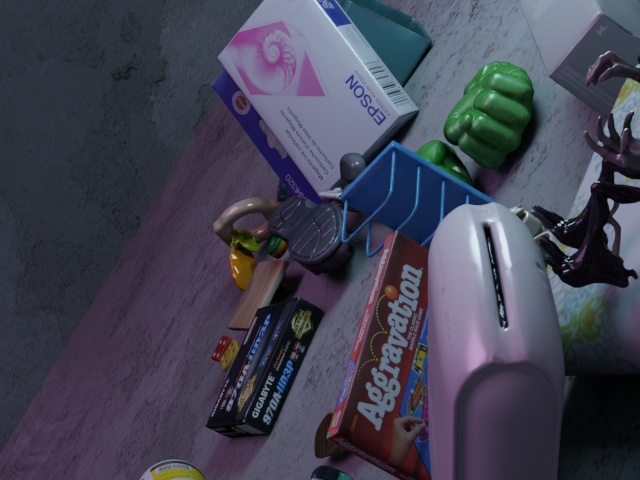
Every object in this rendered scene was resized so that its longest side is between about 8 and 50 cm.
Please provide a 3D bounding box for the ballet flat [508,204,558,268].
[{"bbox_3d":[0.225,0.023,1.516,0.096,0.095,0.280,-47,29,7],"label":"ballet flat"}]

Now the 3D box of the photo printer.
[{"bbox_3d":[0.154,0.137,1.219,0.256,0.107,0.307,-90,-3,-55],"label":"photo printer"}]

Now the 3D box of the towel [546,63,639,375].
[{"bbox_3d":[0.353,-0.044,1.265,0.374,0.090,0.320,-64,15,-17],"label":"towel"}]

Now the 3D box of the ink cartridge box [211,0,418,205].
[{"bbox_3d":[-0.034,-0.243,2.313,0.071,0.324,0.330,-22,-19,-51],"label":"ink cartridge box"}]

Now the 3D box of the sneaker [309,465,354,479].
[{"bbox_3d":[0.009,0.355,1.570,0.098,0.083,0.224,-59,17,18],"label":"sneaker"}]

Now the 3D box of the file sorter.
[{"bbox_3d":[0.124,-0.021,1.715,0.118,0.170,0.104,-46,24,37],"label":"file sorter"}]

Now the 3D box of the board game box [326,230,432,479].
[{"bbox_3d":[0.106,0.136,1.546,0.027,0.145,0.281,-38,28,51],"label":"board game box"}]

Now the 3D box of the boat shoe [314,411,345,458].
[{"bbox_3d":[0.040,0.242,1.743,0.153,0.048,0.056,-53,29,41],"label":"boat shoe"}]

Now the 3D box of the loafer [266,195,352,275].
[{"bbox_3d":[0.000,0.000,2.187,0.109,0.095,0.302,-46,21,-2],"label":"loafer"}]

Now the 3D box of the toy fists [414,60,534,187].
[{"bbox_3d":[0.190,-0.120,1.823,0.279,0.096,0.142,-51,20,21],"label":"toy fists"}]

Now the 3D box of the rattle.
[{"bbox_3d":[-0.095,-0.022,2.500,0.199,0.130,0.143,-26,38,13],"label":"rattle"}]

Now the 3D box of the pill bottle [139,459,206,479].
[{"bbox_3d":[-0.209,0.414,2.008,0.119,0.119,0.208,-59,17,1],"label":"pill bottle"}]

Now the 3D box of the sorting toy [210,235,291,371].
[{"bbox_3d":[-0.100,0.111,2.324,0.274,0.046,0.132,-63,18,-13],"label":"sorting toy"}]

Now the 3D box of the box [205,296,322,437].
[{"bbox_3d":[-0.091,0.204,2.137,0.175,0.051,0.220,-20,43,64],"label":"box"}]

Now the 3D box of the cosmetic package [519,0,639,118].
[{"bbox_3d":[0.327,-0.245,1.595,0.107,0.127,0.238,-50,18,27],"label":"cosmetic package"}]

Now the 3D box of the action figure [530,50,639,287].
[{"bbox_3d":[0.283,-0.087,1.141,0.276,0.141,0.164,-53,6,28],"label":"action figure"}]

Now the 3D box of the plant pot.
[{"bbox_3d":[0.061,-0.308,2.398,0.234,0.165,0.165,-62,16,18],"label":"plant pot"}]

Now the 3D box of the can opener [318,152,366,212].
[{"bbox_3d":[0.068,-0.084,2.102,0.280,0.074,0.093,-159,62,-70],"label":"can opener"}]
